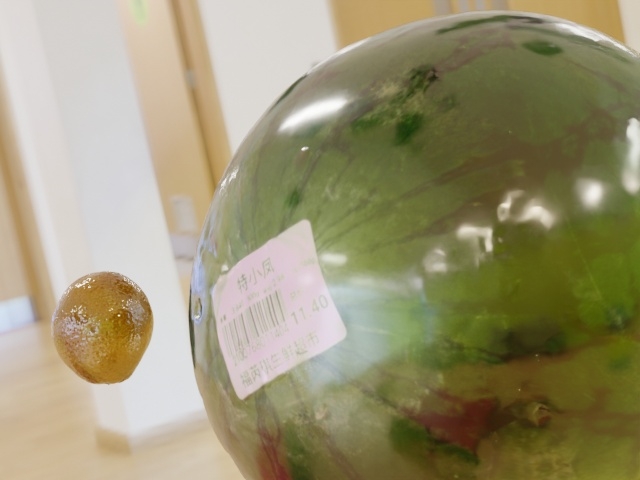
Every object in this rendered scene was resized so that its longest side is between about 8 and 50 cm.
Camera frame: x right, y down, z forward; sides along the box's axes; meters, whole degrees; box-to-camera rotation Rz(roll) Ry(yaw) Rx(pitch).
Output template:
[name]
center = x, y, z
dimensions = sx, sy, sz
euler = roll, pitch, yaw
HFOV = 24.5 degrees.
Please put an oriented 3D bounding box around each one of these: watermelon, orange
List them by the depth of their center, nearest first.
[watermelon]
center = 0.097, 0.030, 0.867
dimensions = 0.363, 0.363, 0.363
euler = -12, 9, 2
[orange]
center = -0.159, 0.064, 1.074
dimensions = 0.085, 0.085, 0.085
euler = -12, 9, 2
